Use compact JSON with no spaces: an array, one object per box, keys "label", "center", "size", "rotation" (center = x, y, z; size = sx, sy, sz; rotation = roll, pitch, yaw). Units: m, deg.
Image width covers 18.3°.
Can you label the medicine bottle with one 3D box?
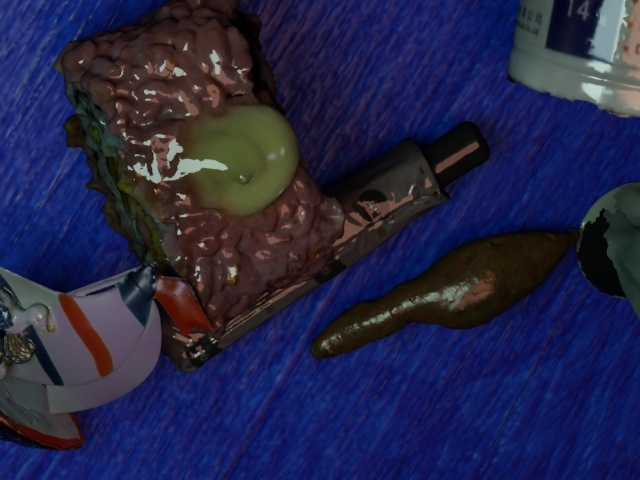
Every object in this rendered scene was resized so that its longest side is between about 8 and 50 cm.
[{"label":"medicine bottle","center":[0.279,-0.279,1.650],"size":[0.190,0.190,0.332],"rotation":[7,105,-17]}]

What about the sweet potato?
[{"label":"sweet potato","center":[0.116,0.048,1.774],"size":[0.269,0.075,0.074],"rotation":[-23,111,-4]}]

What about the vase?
[{"label":"vase","center":[0.334,0.052,1.677],"size":[0.165,0.360,0.165],"rotation":[-4,107,-13]}]

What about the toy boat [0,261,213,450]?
[{"label":"toy boat","center":[-0.215,0.093,1.628],"size":[0.318,0.072,0.219],"rotation":[0,131,21]}]

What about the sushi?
[{"label":"sushi","center":[-0.091,-0.064,1.595],"size":[0.171,0.236,0.270],"rotation":[-25,98,-14]}]

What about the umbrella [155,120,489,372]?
[{"label":"umbrella","center":[0.000,0.000,1.729],"size":[0.337,0.073,0.067],"rotation":[-34,127,-3]}]
